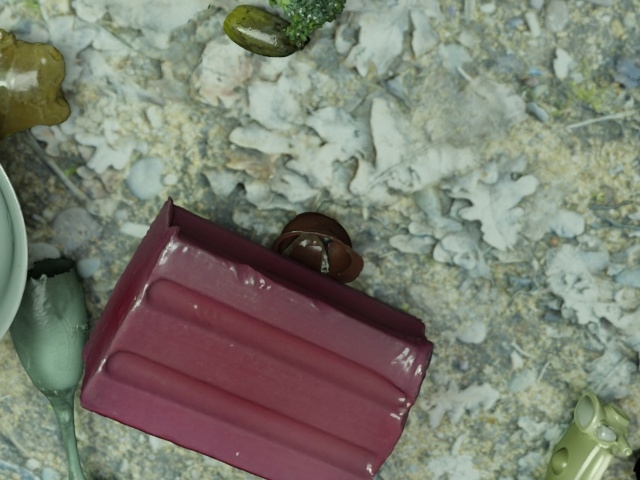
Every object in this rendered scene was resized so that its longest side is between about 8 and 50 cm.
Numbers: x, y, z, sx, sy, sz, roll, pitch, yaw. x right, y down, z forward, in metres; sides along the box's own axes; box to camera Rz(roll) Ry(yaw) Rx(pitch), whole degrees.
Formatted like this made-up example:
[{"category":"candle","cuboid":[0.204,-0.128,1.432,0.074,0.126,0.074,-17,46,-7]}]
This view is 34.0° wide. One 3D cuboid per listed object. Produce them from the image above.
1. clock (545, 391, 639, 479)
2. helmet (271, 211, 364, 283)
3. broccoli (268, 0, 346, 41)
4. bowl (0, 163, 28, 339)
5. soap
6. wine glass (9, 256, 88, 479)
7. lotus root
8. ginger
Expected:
[{"category":"clock","cuboid":[0.405,0.321,1.298,0.379,0.120,0.276,3,109,-6]},{"category":"helmet","cuboid":[0.000,0.000,1.236,0.111,0.057,0.089,23,139,-17]},{"category":"broccoli","cuboid":[-0.102,-0.383,1.069,0.361,0.221,0.252,29,135,-1]},{"category":"bowl","cuboid":[-0.467,-0.015,1.170,0.345,0.157,0.345,1,102,6]},{"category":"soap","cuboid":[-0.066,0.137,1.198,0.359,0.128,0.233,26,105,-20]},{"category":"wine glass","cuboid":[-0.238,0.163,1.293,0.264,0.096,0.309,-11,105,-21]},{"category":"lotus root","cuboid":[-0.061,-0.232,1.173,0.099,0.054,0.049,19,98,-4]},{"category":"ginger","cuboid":[-0.410,-0.217,1.166,0.294,0.086,0.131,34,124,-4]}]
